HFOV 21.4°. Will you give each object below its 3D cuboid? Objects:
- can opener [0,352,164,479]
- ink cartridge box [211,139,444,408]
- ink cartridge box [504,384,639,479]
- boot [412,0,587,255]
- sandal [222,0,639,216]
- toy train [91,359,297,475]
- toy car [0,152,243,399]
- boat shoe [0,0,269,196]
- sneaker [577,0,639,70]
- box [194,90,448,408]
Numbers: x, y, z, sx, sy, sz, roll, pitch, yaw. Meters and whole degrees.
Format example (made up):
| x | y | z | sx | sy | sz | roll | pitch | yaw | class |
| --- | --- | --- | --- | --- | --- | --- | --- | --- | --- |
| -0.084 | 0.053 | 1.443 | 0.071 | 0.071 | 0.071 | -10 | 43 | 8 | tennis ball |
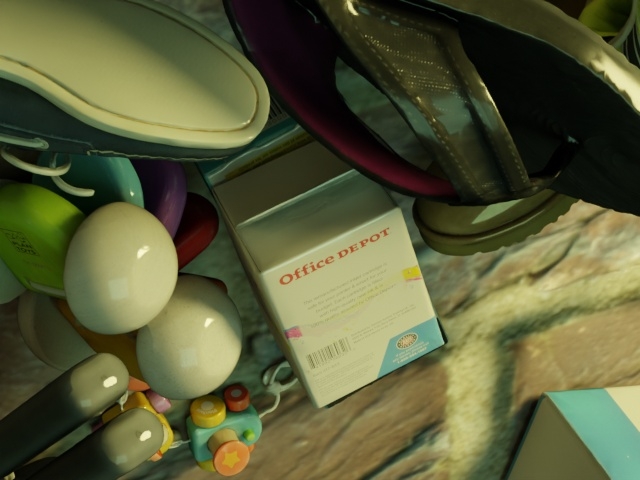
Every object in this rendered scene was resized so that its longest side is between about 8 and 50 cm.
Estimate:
| x | y | z | sx | sy | sz | roll | pitch | yaw | class |
| --- | --- | --- | --- | --- | --- | --- | --- | --- | --- |
| -0.167 | 0.133 | 1.060 | 0.095 | 0.076 | 0.283 | -31 | 177 | -39 | can opener |
| 0.003 | 0.011 | 1.023 | 0.092 | 0.090 | 0.143 | -26 | 133 | -7 | ink cartridge box |
| 0.307 | 0.249 | 1.392 | 0.270 | 0.197 | 0.198 | -2 | 127 | -27 | ink cartridge box |
| 0.124 | -0.145 | 1.056 | 0.236 | 0.089 | 0.269 | -34 | 133 | -7 | boot |
| 0.015 | -0.108 | 0.918 | 0.446 | 0.167 | 0.107 | 31 | 73 | -22 | sandal |
| -0.088 | 0.113 | 1.176 | 0.166 | 0.046 | 0.125 | 20 | 115 | -38 | toy train |
| -0.123 | 0.005 | 1.019 | 0.182 | 0.159 | 0.136 | 50 | 60 | -44 | toy car |
| -0.156 | -0.084 | 0.907 | 0.255 | 0.095 | 0.079 | 10 | 142 | -8 | boat shoe |
| 0.227 | -0.099 | 1.022 | 0.147 | 0.145 | 0.384 | 8 | 138 | 13 | sneaker |
| 0.000 | 0.000 | 1.119 | 0.101 | 0.060 | 0.244 | -28 | 134 | -4 | box |
